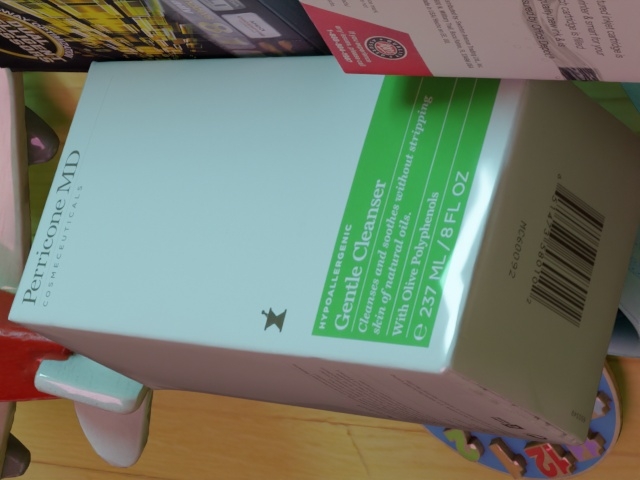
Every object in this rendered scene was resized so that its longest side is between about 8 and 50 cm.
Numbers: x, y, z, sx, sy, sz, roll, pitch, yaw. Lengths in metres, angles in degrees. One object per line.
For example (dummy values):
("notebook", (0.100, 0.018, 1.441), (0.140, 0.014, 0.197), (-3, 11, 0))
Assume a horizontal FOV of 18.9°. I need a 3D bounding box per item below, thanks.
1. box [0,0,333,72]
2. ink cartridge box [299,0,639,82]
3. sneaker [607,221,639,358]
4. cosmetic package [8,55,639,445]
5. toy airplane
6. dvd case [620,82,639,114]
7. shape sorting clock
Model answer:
("box", (-0.198, -0.220, 1.146), (0.318, 0.097, 0.395), (3, 160, 36))
("ink cartridge box", (0.107, -0.159, 0.964), (0.237, 0.100, 0.172), (3, 159, 20))
("sneaker", (0.085, 0.009, 1.279), (0.366, 0.150, 0.135), (0, 130, 36))
("cosmetic package", (0.000, 0.000, 1.187), (0.365, 0.197, 0.155), (2, 161, 40))
("toy airplane", (-0.298, 0.046, 1.555), (0.386, 0.272, 0.384), (-36, 121, 13))
("dvd case", (0.202, -0.131, 1.156), (0.087, 0.013, 0.119), (-12, 122, 43))
("shape sorting clock", (0.129, 0.104, 1.437), (0.206, 0.040, 0.206), (20, 140, 18))
